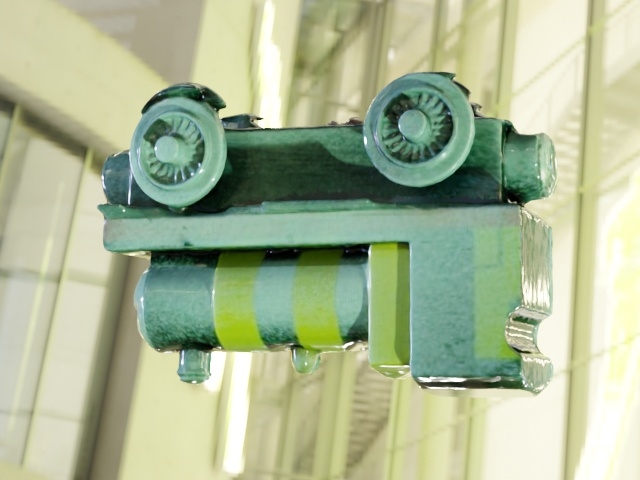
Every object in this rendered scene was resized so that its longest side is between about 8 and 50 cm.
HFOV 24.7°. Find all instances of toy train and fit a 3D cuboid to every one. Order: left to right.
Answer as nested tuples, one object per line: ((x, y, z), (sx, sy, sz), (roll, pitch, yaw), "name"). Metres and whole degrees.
((0.000, 0.000, 0.622), (0.200, 0.132, 0.083), (-2, -7, 22), "toy train")

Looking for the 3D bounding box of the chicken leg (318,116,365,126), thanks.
((0.023, -0.059, 1.256), (0.080, 0.125, 0.196), (59, -22, -9), "chicken leg")
